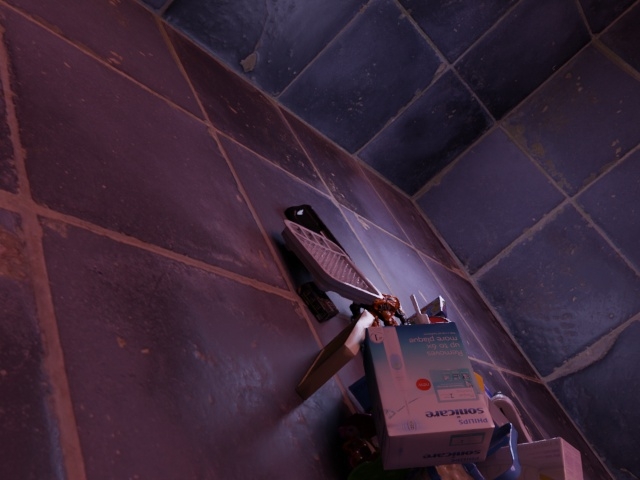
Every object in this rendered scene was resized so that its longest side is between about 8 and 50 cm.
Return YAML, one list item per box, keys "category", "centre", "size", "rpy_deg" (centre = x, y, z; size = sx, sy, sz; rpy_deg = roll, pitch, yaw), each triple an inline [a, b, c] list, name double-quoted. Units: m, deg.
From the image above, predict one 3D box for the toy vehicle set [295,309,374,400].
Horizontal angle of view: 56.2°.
- category: "toy vehicle set"
  centre: [0.041, 0.270, 1.453]
  size: [0.035, 0.166, 0.267]
  rpy_deg: [46, 18, 2]

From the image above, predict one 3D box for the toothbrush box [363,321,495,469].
- category: "toothbrush box"
  centre: [0.219, 0.327, 1.301]
  size: [0.296, 0.216, 0.126]
  rpy_deg: [-97, -174, -52]

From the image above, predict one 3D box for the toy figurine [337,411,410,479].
- category: "toy figurine"
  centre: [0.095, 0.456, 1.335]
  size: [0.173, 0.130, 0.159]
  rpy_deg: [3, 28, -32]

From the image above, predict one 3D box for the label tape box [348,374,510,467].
- category: "label tape box"
  centre: [0.279, 0.426, 1.543]
  size: [0.348, 0.249, 0.115]
  rpy_deg: [49, 18, 3]

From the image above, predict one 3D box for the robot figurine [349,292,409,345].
- category: "robot figurine"
  centre: [0.202, 0.267, 1.883]
  size: [0.210, 0.085, 0.291]
  rpy_deg: [15, 36, -17]

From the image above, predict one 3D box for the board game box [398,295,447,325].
- category: "board game box"
  centre: [0.348, 0.285, 2.088]
  size: [0.035, 0.201, 0.136]
  rpy_deg: [50, 16, -6]

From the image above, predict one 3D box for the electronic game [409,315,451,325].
- category: "electronic game"
  centre: [0.329, 0.328, 1.920]
  size: [0.048, 0.229, 0.229]
  rpy_deg: [60, 11, -28]

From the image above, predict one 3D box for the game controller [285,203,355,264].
- category: "game controller"
  centre: [0.000, 0.000, 2.137]
  size: [0.319, 0.067, 0.166]
  rpy_deg: [52, 32, 14]

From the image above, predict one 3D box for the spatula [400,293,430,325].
- category: "spatula"
  centre: [0.275, 0.266, 2.039]
  size: [0.019, 0.168, 0.242]
  rpy_deg: [57, 9, -20]

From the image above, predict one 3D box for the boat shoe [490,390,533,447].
- category: "boat shoe"
  centre: [0.666, 0.666, 2.029]
  size: [0.119, 0.121, 0.335]
  rpy_deg: [-24, 96, -67]

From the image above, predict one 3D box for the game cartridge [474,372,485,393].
- category: "game cartridge"
  centre: [0.427, 0.491, 1.959]
  size: [0.323, 0.052, 0.285]
  rpy_deg: [36, 33, -23]

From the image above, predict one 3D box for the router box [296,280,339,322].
- category: "router box"
  centre: [-0.007, 0.177, 1.751]
  size: [0.122, 0.038, 0.092]
  rpy_deg: [53, 18, 14]

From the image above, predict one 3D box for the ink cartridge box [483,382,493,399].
- category: "ink cartridge box"
  centre: [0.580, 0.612, 2.176]
  size: [0.186, 0.065, 0.311]
  rpy_deg: [55, 22, 18]

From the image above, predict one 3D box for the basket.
- category: "basket"
  centre: [0.321, 0.535, 1.341]
  size: [0.201, 0.289, 0.254]
  rpy_deg: [56, 15, 7]

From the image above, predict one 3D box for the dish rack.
- category: "dish rack"
  centre: [0.022, 0.080, 1.874]
  size: [0.285, 0.072, 0.333]
  rpy_deg: [26, 15, -44]

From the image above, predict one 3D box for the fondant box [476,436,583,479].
- category: "fondant box"
  centre: [0.491, 0.652, 1.404]
  size: [0.096, 0.238, 0.330]
  rpy_deg: [38, 44, -29]
